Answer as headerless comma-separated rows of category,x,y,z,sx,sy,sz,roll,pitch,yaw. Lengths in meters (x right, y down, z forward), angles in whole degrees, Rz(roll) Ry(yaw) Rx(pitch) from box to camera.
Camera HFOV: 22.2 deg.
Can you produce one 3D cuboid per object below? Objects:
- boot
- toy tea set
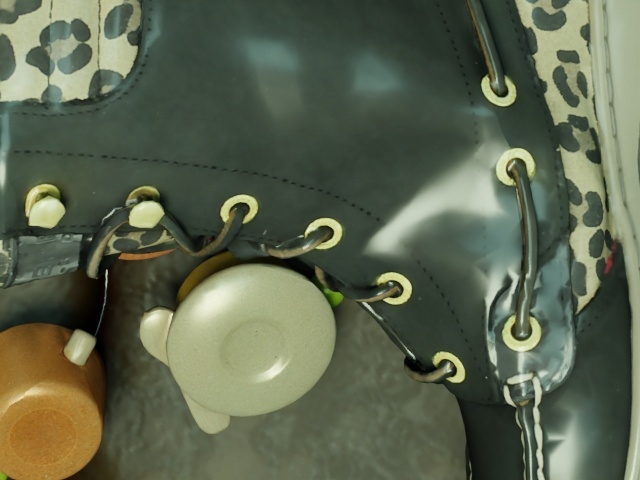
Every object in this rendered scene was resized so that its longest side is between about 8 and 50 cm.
boot,0.000,0.000,0.691,0.284,0.138,0.377,0,94,-15
toy tea set,-0.167,0.030,0.825,0.336,0.124,0.200,-23,119,-3
